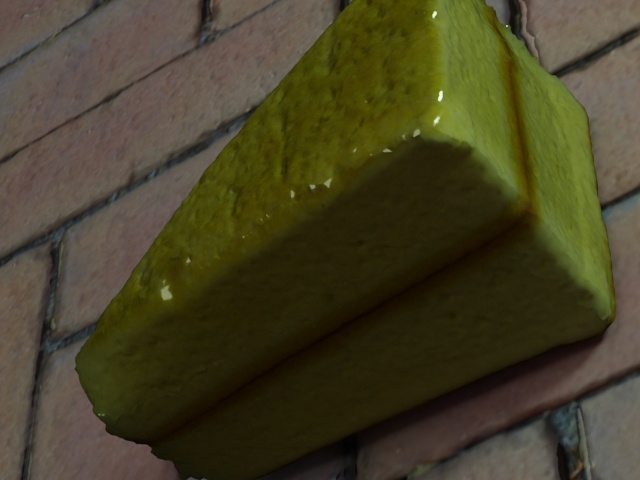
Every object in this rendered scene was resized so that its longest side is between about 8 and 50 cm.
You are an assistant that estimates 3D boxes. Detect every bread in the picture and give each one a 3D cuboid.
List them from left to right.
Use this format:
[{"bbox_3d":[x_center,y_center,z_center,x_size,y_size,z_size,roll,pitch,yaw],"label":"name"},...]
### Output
[{"bbox_3d":[0.000,0.000,1.336,0.362,0.233,0.245,-29,38,23],"label":"bread"}]
